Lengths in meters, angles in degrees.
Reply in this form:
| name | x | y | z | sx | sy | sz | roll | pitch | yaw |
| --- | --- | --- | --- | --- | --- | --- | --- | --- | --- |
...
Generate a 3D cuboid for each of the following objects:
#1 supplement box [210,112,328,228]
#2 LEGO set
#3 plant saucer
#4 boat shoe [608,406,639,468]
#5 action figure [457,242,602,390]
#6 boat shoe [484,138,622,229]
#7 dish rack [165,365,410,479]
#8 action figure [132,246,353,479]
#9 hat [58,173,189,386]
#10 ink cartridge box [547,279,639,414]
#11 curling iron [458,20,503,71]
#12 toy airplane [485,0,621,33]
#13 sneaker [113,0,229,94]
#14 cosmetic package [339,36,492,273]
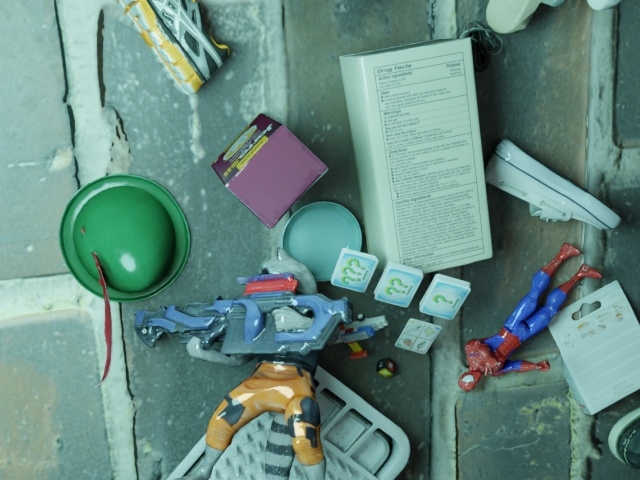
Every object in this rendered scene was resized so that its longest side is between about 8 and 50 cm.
| name | x | y | z | sx | sy | sz | roll | pitch | yaw |
| --- | --- | --- | --- | --- | --- | --- | --- | --- | --- |
| supplement box | -0.071 | -0.095 | 1.008 | 0.081 | 0.188 | 0.104 | 43 | 91 | -19 |
| LEGO set | 0.084 | 0.124 | 1.115 | 0.183 | 0.060 | 0.244 | 16 | 138 | -4 |
| plant saucer | 0.000 | 0.000 | 1.137 | 0.119 | 0.021 | 0.119 | -3 | 105 | -12 |
| boat shoe | 0.660 | 0.290 | 1.321 | 0.340 | 0.113 | 0.127 | -24 | 107 | -7 |
| action figure | 0.323 | 0.139 | 1.195 | 0.091 | 0.139 | 0.280 | 43 | 93 | -18 |
| boat shoe | 0.345 | -0.067 | 1.184 | 0.226 | 0.083 | 0.075 | 32 | 106 | -7 |
| dish rack | -0.061 | 0.346 | 1.181 | 0.285 | 0.072 | 0.333 | 40 | 92 | -20 |
| action figure | -0.093 | 0.173 | 1.053 | 0.178 | 0.341 | 0.330 | 33 | 65 | -54 |
| hat | -0.244 | 0.030 | 0.999 | 0.173 | 0.183 | 0.208 | -22 | 108 | -8 |
| ink cartridge box | 0.461 | 0.176 | 1.294 | 0.145 | 0.045 | 0.179 | -27 | 90 | -5 |
| curling iron | 0.225 | -0.178 | 1.141 | 0.068 | 0.035 | 0.273 | -2 | 104 | -13 |
| toy airplane | 0.299 | -0.457 | 0.914 | 0.272 | 0.386 | 0.384 | -34 | 111 | -32 |
| sneaker | -0.198 | -0.294 | 0.993 | 0.083 | 0.084 | 0.214 | -39 | 113 | -16 |
| cosmetic package | 0.134 | -0.116 | 1.094 | 0.160 | 0.113 | 0.309 | -12 | 105 | -11 |
